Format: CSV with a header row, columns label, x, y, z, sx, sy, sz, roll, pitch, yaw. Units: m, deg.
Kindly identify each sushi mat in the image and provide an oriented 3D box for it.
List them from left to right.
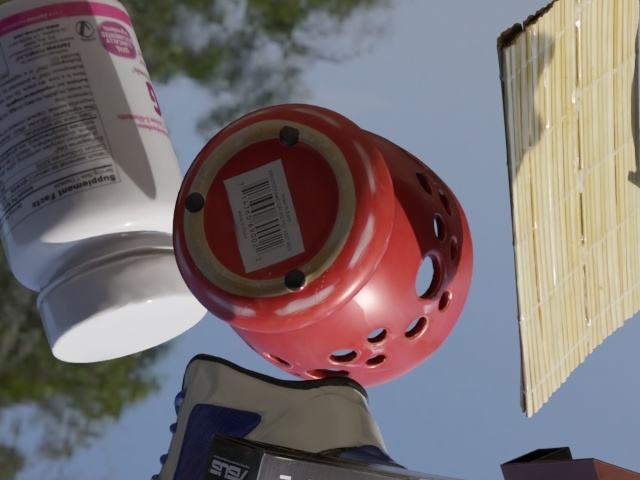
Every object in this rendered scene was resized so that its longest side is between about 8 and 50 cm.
label,x,y,z,sx,sy,sz,roll,pitch,yaw
sushi mat,0.173,-0.039,1.288,0.019,0.316,0.151,25,-132,36

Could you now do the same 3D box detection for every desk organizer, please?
label,x,y,z,sx,sy,sz,roll,pitch,yaw
desk organizer,0.203,0.194,1.525,0.047,0.050,0.130,-18,-179,-31

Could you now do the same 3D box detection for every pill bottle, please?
label,x,y,z,sx,sy,sz,roll,pitch,yaw
pill bottle,-0.198,-0.052,1.591,0.160,0.283,0.160,-17,163,-6

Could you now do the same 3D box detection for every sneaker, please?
label,x,y,z,sx,sy,sz,roll,pitch,yaw
sneaker,-0.074,0.186,1.264,0.127,0.315,0.182,45,-160,-39

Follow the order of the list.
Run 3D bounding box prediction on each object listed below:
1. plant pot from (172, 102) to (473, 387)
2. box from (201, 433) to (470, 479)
label,x,y,z,sx,sy,sz,roll,pitch,yaw
plant pot,0.000,0.000,1.395,0.191,0.191,0.174,19,171,25
box,0.027,0.217,1.065,0.231,0.183,0.056,14,177,-33
